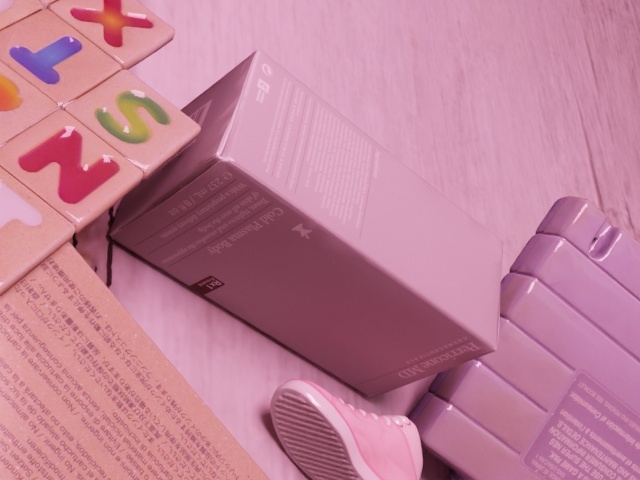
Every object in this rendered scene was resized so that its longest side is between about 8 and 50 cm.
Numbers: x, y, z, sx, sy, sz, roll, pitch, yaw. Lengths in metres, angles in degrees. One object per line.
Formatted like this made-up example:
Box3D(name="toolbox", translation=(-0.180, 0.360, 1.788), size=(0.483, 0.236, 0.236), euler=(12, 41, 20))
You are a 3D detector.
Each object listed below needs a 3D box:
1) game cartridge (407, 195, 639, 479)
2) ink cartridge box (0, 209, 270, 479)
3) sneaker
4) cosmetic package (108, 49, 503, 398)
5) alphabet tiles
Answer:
Box3D(name="game cartridge", translation=(0.258, 0.161, 0.747), size=(0.355, 0.068, 0.230), euler=(38, 86, -14))
Box3D(name="ink cartridge box", translation=(-0.135, 0.134, 0.442), size=(0.234, 0.088, 0.193), euler=(52, 42, -10))
Box3D(name="sneaker", translation=(0.022, 0.130, 0.638), size=(0.134, 0.051, 0.070), euler=(52, 39, -16))
Box3D(name="cosmetic package", translation=(0.000, 0.000, 0.631), size=(0.238, 0.127, 0.107), euler=(36, 46, -25))
Box3D(name="alphabet tiles", translation=(-0.229, -0.091, 0.461), size=(0.285, 0.011, 0.342), euler=(38, 42, 2))
